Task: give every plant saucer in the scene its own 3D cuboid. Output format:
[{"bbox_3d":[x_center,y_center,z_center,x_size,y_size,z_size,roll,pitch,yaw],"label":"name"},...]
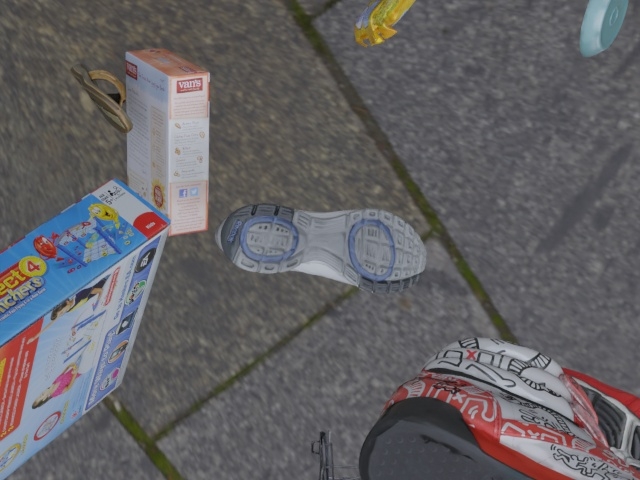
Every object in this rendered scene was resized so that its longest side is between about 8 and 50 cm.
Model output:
[{"bbox_3d":[0.367,-0.289,1.649,0.119,0.021,0.119,-45,147,-39],"label":"plant saucer"}]

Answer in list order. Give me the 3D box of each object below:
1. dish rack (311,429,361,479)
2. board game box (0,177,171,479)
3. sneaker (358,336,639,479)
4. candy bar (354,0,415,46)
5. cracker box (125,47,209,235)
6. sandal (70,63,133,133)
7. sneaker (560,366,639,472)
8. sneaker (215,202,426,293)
[{"bbox_3d":[0.025,0.370,1.549,0.074,0.208,0.272,-2,131,-2],"label":"dish rack"},{"bbox_3d":[-0.315,0.124,1.368,0.302,0.086,0.308,-39,162,-42],"label":"board game box"},{"bbox_3d":[0.164,0.147,0.739,0.270,0.145,0.090,27,117,11],"label":"sneaker"},{"bbox_3d":[0.070,-0.173,0.749,0.018,0.040,0.161,42,72,-18],"label":"candy bar"},{"bbox_3d":[-0.217,-0.141,1.824,0.067,0.155,0.232,-10,115,-28],"label":"cracker box"},{"bbox_3d":[-0.302,-0.211,1.816,0.049,0.180,0.072,-37,129,-5],"label":"sandal"},{"bbox_3d":[0.279,0.177,1.016,0.279,0.118,0.107,27,118,17],"label":"sneaker"},{"bbox_3d":[0.000,0.000,1.707,0.297,0.129,0.111,12,90,-21],"label":"sneaker"}]
